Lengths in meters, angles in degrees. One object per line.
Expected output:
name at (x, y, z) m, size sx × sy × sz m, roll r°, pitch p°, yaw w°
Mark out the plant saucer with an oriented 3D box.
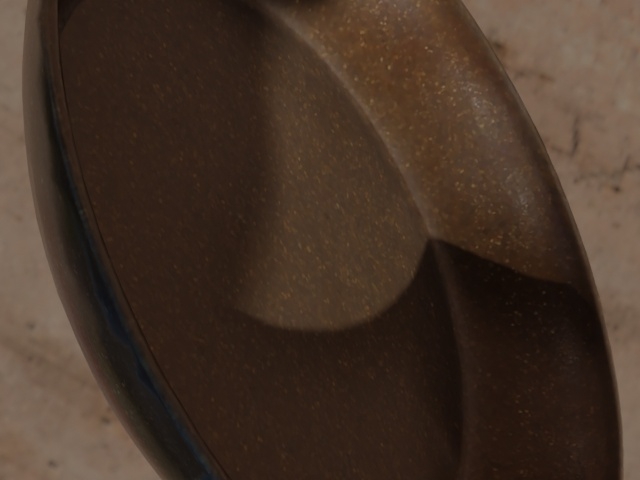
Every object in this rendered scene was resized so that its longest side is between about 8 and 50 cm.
plant saucer at (0.000, 0.000, 0.398) m, size 0.036 × 0.199 × 0.198 m, roll -25°, pitch 121°, yaw 30°
